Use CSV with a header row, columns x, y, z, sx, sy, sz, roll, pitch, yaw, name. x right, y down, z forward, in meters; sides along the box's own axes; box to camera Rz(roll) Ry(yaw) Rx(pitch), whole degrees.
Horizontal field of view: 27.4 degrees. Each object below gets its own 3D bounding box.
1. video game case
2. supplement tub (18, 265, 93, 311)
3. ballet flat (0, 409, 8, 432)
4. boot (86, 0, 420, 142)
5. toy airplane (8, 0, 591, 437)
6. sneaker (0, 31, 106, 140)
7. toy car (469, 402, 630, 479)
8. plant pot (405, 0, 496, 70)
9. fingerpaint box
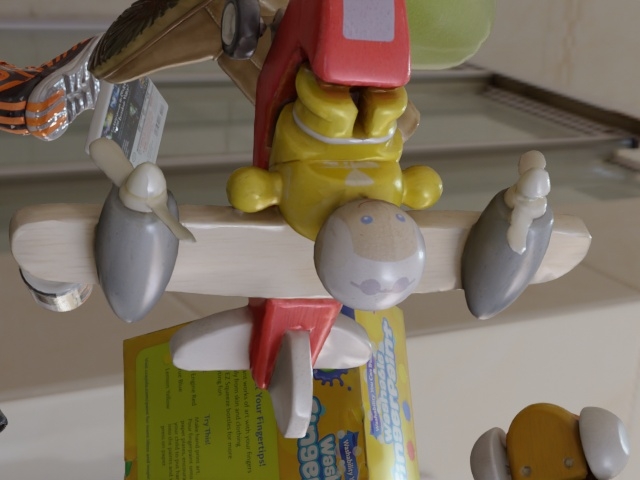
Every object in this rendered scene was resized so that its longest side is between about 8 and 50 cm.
x,y,z,sx,sy,sz,roll,pitch,yaw,name
-0.283,-0.169,1.931,0.022,0.173,0.190,-1,-119,19,video game case
-0.447,0.056,2.236,0.190,0.117,0.117,116,-38,-76,supplement tub
-0.301,0.185,1.026,0.203,0.074,0.074,-66,173,-60,ballet flat
-0.070,-0.153,1.339,0.236,0.269,0.089,-27,-147,31,boot
0.000,0.000,1.085,0.384,0.386,0.272,50,0,-29,toy airplane
-0.438,-0.257,2.052,0.180,0.321,0.124,9,-65,17,sneaker
0.248,0.258,1.335,0.159,0.136,0.182,-15,-109,24,toy car
0.081,-0.314,1.527,0.275,0.293,0.274,-11,-110,32,plant pot
-0.064,0.316,1.718,0.371,0.163,0.444,-17,-118,24,fingerpaint box
